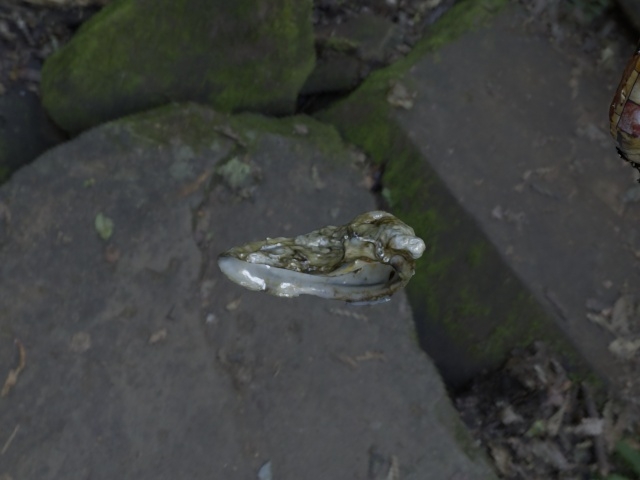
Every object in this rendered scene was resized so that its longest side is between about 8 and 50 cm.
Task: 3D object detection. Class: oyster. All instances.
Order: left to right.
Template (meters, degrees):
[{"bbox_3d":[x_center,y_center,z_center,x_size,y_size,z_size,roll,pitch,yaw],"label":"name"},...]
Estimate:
[{"bbox_3d":[0.000,0.000,0.454,0.083,0.081,0.038,12,71,-6],"label":"oyster"}]

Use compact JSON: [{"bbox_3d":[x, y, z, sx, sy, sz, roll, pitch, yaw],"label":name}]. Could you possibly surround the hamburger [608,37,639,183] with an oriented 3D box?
[{"bbox_3d":[0.265,-0.116,0.592,0.106,0.231,0.231,33,45,30],"label":"hamburger"}]
